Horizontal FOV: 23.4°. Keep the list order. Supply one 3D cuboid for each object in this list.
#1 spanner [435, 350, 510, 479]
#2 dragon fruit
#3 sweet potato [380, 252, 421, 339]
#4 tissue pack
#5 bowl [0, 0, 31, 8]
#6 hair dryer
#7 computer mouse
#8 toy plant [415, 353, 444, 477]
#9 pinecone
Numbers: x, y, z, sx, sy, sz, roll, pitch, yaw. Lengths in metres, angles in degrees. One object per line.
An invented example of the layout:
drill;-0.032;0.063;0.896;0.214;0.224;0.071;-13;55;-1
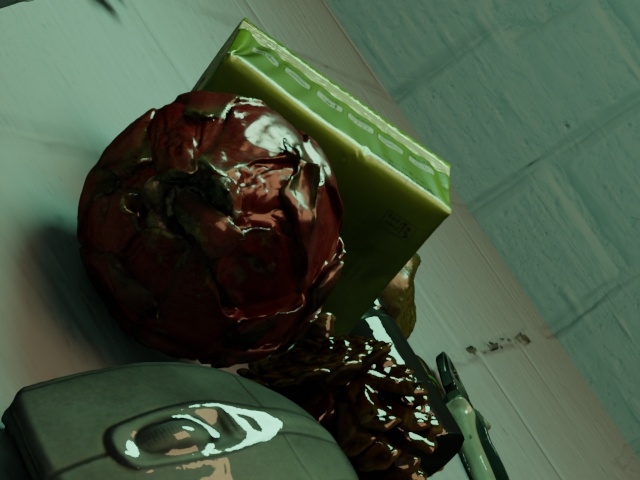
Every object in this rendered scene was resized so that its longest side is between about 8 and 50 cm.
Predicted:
spanner;0.213;0.272;2.168;0.095;0.040;0.324;45;17;-38
dragon fruit;-0.089;-0.011;1.342;0.244;0.244;0.299;54;-5;-1
sweet potato;0.000;0.000;1.884;0.370;0.158;0.158;44;15;-15
tissue pack;-0.031;-0.061;1.599;0.275;0.200;0.167;34;23;-10
bowl;-0.351;-0.269;1.414;0.189;0.086;0.189;49;13;-15
hair dryer;0.005;0.134;1.660;0.302;0.116;0.244;20;33;-57
computer mouse;-0.074;0.171;1.117;0.188;0.122;0.371;47;17;31
toy plant;0.108;0.208;1.830;0.093;0.093;0.162;44;16;-38
pinecone;0.024;0.179;1.410;0.212;0.169;0.185;55;-4;-10
